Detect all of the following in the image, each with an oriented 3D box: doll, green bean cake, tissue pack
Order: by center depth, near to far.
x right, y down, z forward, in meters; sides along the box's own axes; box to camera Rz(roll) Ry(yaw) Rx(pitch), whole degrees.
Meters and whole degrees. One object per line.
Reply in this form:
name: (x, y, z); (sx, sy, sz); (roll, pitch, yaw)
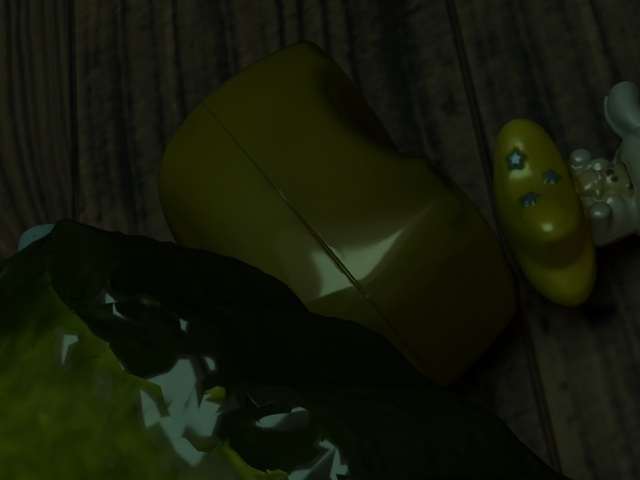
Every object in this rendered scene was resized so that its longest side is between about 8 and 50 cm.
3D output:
green bean cake: (-0.038, 0.197, 0.565); (0.319, 0.218, 0.335); (40, 103, 28)
doll: (0.141, -0.012, 0.728); (0.113, 0.071, 0.135); (-30, 53, -14)
tissue pack: (0.000, 0.000, 0.753); (0.127, 0.123, 0.178); (-39, 49, -3)

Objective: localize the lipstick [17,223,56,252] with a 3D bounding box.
lipstick: (-0.149, 0.069, 0.846); (0.048, 0.048, 0.158); (-14, 54, 22)
